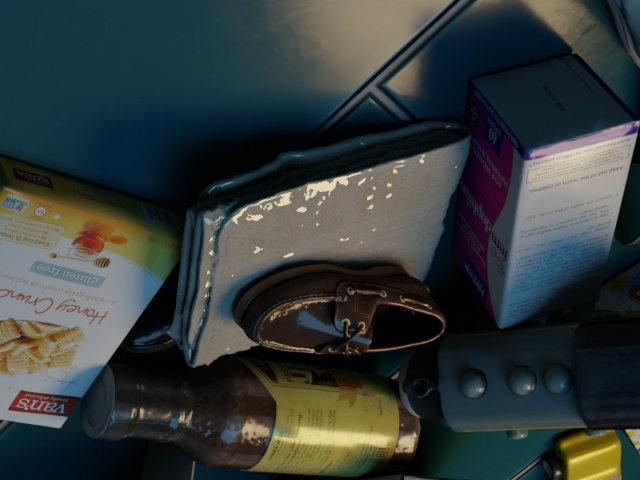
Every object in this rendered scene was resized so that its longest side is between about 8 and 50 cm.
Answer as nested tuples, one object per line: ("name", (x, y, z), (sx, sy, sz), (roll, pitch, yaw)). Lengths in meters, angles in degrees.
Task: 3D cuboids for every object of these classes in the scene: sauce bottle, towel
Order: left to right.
("sauce bottle", (-0.060, 0.169, 1.105), (0.344, 0.111, 0.111), (12, 123, -36))
("towel", (0.000, 0.000, 0.995), (0.282, 0.049, 0.187), (-16, 139, -32))

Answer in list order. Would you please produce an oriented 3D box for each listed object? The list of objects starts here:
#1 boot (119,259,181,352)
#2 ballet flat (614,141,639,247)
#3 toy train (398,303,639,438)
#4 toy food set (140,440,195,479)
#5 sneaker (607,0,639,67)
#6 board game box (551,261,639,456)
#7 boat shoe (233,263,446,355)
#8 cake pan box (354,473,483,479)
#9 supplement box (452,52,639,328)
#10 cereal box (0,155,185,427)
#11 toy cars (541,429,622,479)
("boot", (-0.122, 0.043, 1.004), (0.121, 0.045, 0.099), (-15, 138, -24))
("ballet flat", (0.341, -0.077, 1.115), (0.074, 0.074, 0.203), (-13, 132, -17))
("toy train", (0.239, 0.127, 1.104), (0.334, 0.142, 0.190), (-7, 174, 35))
("toy food set", (-0.131, 0.369, 1.165), (0.092, 0.220, 0.306), (-3, 134, 4))
("sneaker", (0.293, -0.194, 0.877), (0.127, 0.208, 0.319), (-39, 136, 13))
("board game box", (0.422, 0.093, 1.258), (0.275, 0.144, 0.142), (-34, 138, 6))
("boat shoe", (0.025, 0.064, 0.983), (0.207, 0.073, 0.073), (-6, 133, -39))
("cake pan box", (0.099, 0.303, 1.254), (0.267, 0.070, 0.245), (14, 156, -37))
("supplement box", (0.199, -0.041, 1.042), (0.114, 0.111, 0.220), (-16, 135, -14))
("cereal box", (-0.241, 0.054, 0.950), (0.173, 0.047, 0.240), (17, 121, -37))
("toy cars", (0.411, 0.254, 1.446), (0.176, 0.087, 0.394), (20, 119, -39))
